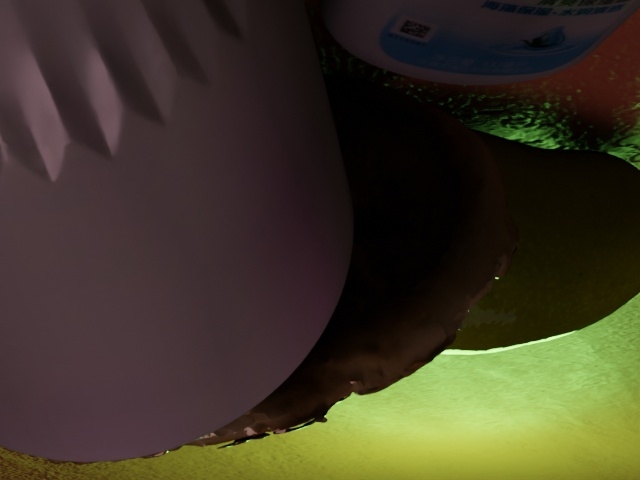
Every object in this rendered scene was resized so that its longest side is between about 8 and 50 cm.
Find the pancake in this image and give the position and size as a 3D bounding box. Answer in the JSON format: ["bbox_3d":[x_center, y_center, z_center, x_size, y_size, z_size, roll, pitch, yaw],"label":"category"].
[{"bbox_3d":[-0.060,0.010,1.039,0.356,0.356,0.065,-4,127,14],"label":"pancake"}]

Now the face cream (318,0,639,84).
[{"bbox_3d":[0.117,-0.168,0.833,0.163,0.080,0.336,3,162,-17],"label":"face cream"}]

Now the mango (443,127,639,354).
[{"bbox_3d":[0.103,-0.004,1.204,0.293,0.175,0.143,-2,131,-24],"label":"mango"}]

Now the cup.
[{"bbox_3d":[-0.126,-0.077,0.808,0.253,0.253,0.371,-2,151,6],"label":"cup"}]
